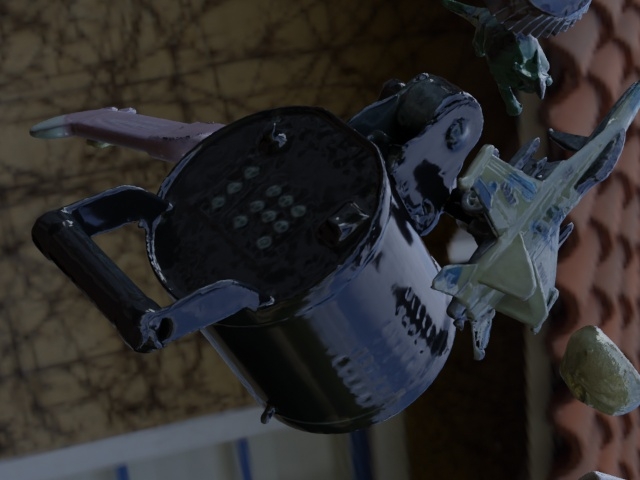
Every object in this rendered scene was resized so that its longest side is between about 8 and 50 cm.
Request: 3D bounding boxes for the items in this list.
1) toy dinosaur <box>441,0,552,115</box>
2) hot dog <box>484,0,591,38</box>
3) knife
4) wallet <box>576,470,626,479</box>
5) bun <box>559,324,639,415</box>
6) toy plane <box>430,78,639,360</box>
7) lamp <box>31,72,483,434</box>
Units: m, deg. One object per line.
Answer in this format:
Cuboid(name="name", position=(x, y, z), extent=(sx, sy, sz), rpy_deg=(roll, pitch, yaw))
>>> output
Cuboid(name="toy dinosaur", position=(0.242, -0.249, 1.780), extent=(0.292, 0.079, 0.120), rpy_deg=(-117, -177, -66))
Cuboid(name="hot dog", position=(0.148, -0.283, 1.121), extent=(0.252, 0.131, 0.069), rpy_deg=(58, -14, -14))
Cuboid(name="knife", position=(-0.220, -0.123, 1.582), extent=(0.399, 0.132, 0.038), rpy_deg=(14, -60, 56))
Cuboid(name="wallet", position=(0.206, 0.171, 0.824), extent=(0.061, 0.122, 0.025), rpy_deg=(120, -20, -45))
Cuboid(name="bun", position=(0.245, 0.120, 1.192), extent=(0.086, 0.055, 0.086), rpy_deg=(51, -3, 4))
Cuboid(name="toy plane", position=(0.173, -0.035, 1.044), extent=(0.088, 0.262, 0.192), rpy_deg=(13, -31, 37))
Cuboid(name="lamp", position=(-0.016, 0.040, 1.132), extent=(0.205, 0.374, 0.272), rpy_deg=(38, -32, 41))
